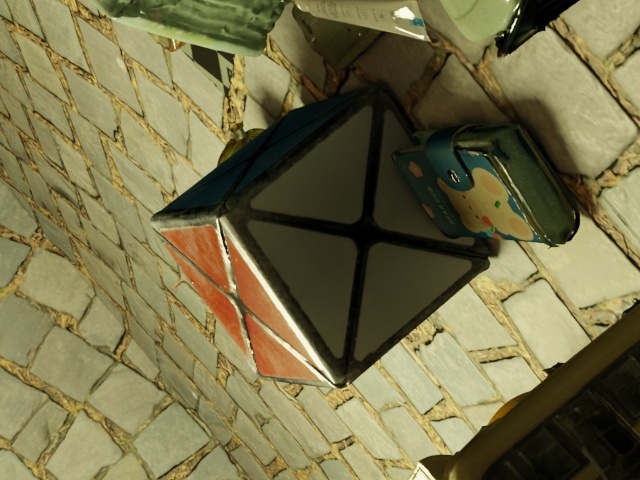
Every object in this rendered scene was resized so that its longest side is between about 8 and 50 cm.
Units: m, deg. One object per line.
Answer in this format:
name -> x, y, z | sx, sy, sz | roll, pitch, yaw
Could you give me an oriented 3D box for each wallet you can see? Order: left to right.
wallet -> 0.169, -0.059, 1.497 | 0.141, 0.059, 0.202 | 53, 161, -19

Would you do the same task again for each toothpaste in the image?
toothpaste -> 0.040, -0.229, 1.428 | 0.190, 0.031, 0.048 | 21, 141, 48

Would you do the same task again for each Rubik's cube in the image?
Rubik's cube -> 0.000, 0.000, 1.669 | 0.255, 0.260, 0.259 | 55, 161, -14

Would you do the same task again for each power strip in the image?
power strip -> 0.040, -0.251, 1.481 | 0.092, 0.034, 0.268 | 53, 159, -1

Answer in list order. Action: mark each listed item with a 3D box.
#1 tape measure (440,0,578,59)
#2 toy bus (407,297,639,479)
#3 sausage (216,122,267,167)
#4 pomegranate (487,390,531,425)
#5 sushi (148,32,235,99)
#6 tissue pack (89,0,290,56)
tape measure -> 0.143, -0.256, 1.149 | 0.235, 0.115, 0.207 | 55, 171, -14
toy bus -> 0.261, 0.195, 1.293 | 0.202, 0.365, 0.177 | 49, 158, 15
sausage -> -0.041, -0.006, 1.919 | 0.123, 0.123, 0.347 | 22, 144, 52
pomegranate -> 0.270, 0.260, 1.600 | 0.221, 0.221, 0.256 | 37, 148, 34
sushi -> -0.234, -0.351, 1.835 | 0.320, 0.069, 0.339 | 47, 159, 13
tissue pack -> -0.224, -0.369, 1.516 | 0.388, 0.162, 0.287 | 43, -163, 22
